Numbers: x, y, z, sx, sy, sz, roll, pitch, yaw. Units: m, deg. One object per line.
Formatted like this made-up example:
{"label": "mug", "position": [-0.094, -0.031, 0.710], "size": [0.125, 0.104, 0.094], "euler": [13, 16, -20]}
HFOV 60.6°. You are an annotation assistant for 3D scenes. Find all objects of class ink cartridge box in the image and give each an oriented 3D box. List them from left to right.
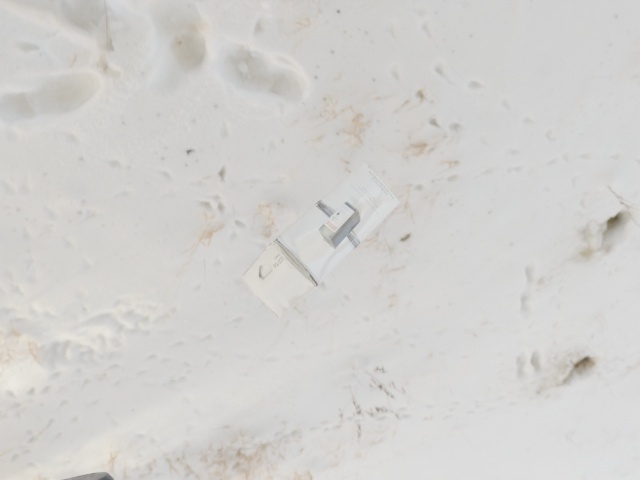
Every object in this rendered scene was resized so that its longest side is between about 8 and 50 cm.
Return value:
{"label": "ink cartridge box", "position": [0.000, 0.000, 0.835], "size": [0.218, 0.092, 0.158], "euler": [-41, 178, -35]}

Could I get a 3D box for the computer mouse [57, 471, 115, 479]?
{"label": "computer mouse", "position": [-0.410, 0.370, 0.756], "size": [0.241, 0.071, 0.041], "euler": [-8, 87, -11]}
